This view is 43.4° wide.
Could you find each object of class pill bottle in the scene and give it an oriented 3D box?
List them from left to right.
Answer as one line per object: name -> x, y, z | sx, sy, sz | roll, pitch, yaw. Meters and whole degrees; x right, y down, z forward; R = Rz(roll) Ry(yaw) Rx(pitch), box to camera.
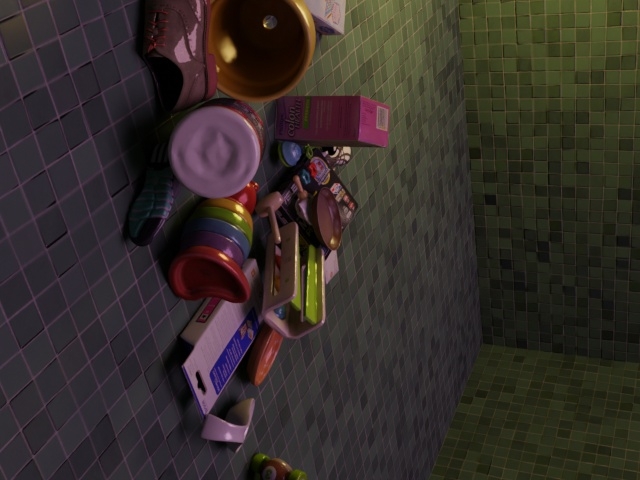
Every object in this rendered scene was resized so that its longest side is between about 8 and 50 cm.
pill bottle -> -0.201, -0.201, 1.654 | 0.318, 0.176, 0.177 | -92, 180, -75

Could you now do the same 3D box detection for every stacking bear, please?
stacking bear -> -0.217, -0.026, 1.779 | 0.164, 0.175, 0.289 | 78, 19, -47

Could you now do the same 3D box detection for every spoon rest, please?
spoon rest -> -0.201, 0.444, 1.909 | 0.276, 0.084, 0.137 | 38, 69, -76

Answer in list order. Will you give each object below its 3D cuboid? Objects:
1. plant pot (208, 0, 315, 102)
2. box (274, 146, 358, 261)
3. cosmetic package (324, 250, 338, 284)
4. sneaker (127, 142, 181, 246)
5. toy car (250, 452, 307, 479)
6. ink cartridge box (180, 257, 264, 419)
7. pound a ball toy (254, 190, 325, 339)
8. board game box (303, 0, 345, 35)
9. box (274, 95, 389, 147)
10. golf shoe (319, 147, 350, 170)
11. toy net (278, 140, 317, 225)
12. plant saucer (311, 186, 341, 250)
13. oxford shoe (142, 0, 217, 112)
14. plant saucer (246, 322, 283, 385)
plant pot -> -0.127, -0.456, 1.754 | 0.239, 0.253, 0.254 | -73, 157, -61
box -> -0.019, -0.094, 2.195 | 0.216, 0.060, 0.270 | 54, 41, -19
cosmetic package -> 0.000, 0.000, 2.349 | 0.099, 0.060, 0.239 | -43, 131, -54
sneaker -> -0.317, -0.081, 1.628 | 0.098, 0.083, 0.224 | 55, 45, -61
toy car -> -0.143, 0.669, 2.072 | 0.188, 0.155, 0.149 | -40, 131, -41
ink cartridge box -> -0.231, 0.220, 1.883 | 0.371, 0.069, 0.176 | -61, 147, -46
pound a ball toy -> -0.101, 0.061, 1.983 | 0.208, 0.135, 0.319 | 45, 27, -33
board game box -> -0.016, -0.752, 2.179 | 0.318, 0.065, 0.319 | 6, 89, -65
box -> 0.035, -0.316, 2.153 | 0.213, 0.242, 0.117 | -3, 96, -65
golf shoe -> 0.043, -0.262, 2.355 | 0.198, 0.077, 0.094 | -53, 159, -51
toy net -> -0.049, -0.147, 2.107 | 0.122, 0.045, 0.232 | 11, 68, -61
plant saucer -> 0.013, -0.055, 2.112 | 0.168, 0.029, 0.169 | -10, 90, -69
oxford shoe -> -0.292, -0.418, 1.579 | 0.130, 0.122, 0.348 | -47, 134, -46
plant saucer -> -0.139, 0.273, 2.058 | 0.200, 0.037, 0.200 | 21, 90, -81
